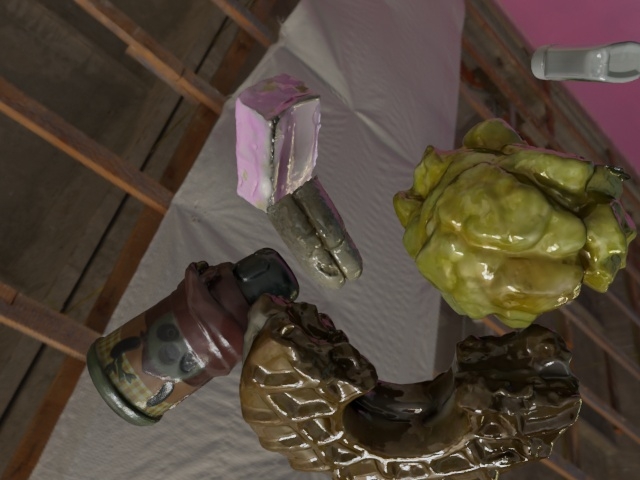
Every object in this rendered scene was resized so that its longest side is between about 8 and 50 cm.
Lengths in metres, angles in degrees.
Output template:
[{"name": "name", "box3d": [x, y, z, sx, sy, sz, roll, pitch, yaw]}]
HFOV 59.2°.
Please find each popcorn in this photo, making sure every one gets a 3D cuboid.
[{"name": "popcorn", "box3d": [0.211, -0.018, 0.640, 0.252, 0.215, 0.286, 26, -169, 19]}]

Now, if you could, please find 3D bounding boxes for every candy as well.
[{"name": "candy", "box3d": [-0.089, -0.196, 1.188, 0.116, 0.265, 0.155, 32, -130, 24]}]

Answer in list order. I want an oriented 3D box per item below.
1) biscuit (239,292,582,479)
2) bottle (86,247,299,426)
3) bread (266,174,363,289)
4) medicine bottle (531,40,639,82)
[{"name": "biscuit", "box3d": [0.085, 0.187, 0.641, 0.367, 0.268, 0.115, 12, -139, -3]}, {"name": "bottle", "box3d": [-0.156, 0.105, 0.728, 0.143, 0.271, 0.156, 51, 176, 43]}, {"name": "bread", "box3d": [-0.006, 0.001, 0.988, 0.183, 0.102, 0.337, 58, 178, 2]}, {"name": "medicine bottle", "box3d": [0.464, -0.317, 1.002, 0.119, 0.183, 0.069, -11, -68, -21]}]
